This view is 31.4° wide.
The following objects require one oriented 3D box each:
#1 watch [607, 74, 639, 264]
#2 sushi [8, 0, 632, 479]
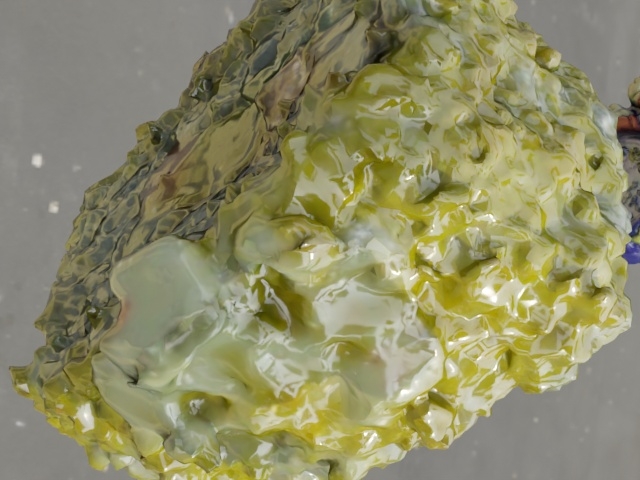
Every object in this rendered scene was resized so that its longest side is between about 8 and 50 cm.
[{"bbox_3d":[0.340,-0.033,1.078,0.200,0.196,0.171,23,105,-43],"label":"watch"},{"bbox_3d":[0.000,0.000,0.748,0.240,0.396,0.351,40,31,-20],"label":"sushi"}]
